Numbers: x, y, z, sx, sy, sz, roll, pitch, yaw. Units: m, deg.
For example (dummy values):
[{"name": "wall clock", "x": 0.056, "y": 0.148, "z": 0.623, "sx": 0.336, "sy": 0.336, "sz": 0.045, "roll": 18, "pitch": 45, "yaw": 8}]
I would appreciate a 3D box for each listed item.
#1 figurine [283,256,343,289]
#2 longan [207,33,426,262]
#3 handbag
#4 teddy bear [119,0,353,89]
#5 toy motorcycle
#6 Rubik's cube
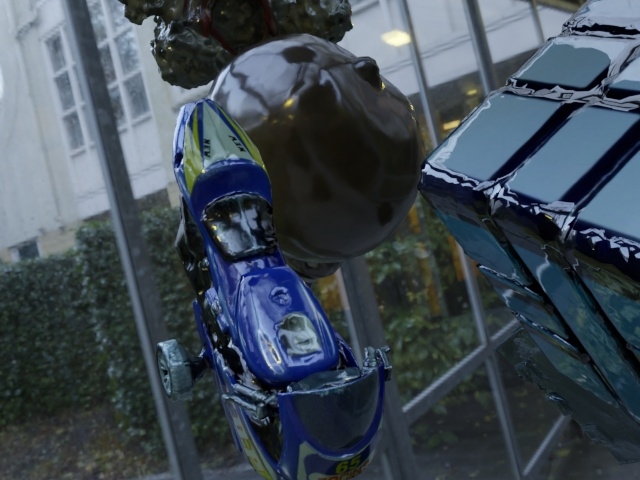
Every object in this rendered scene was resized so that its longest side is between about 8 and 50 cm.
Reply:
[{"name": "figurine", "x": -0.004, "y": -0.006, "z": 1.496, "sx": 0.161, "sy": 0.158, "sz": 0.276, "roll": -11, "pitch": -40, "yaw": -27}, {"name": "longan", "x": -0.013, "y": -0.117, "z": 0.898, "sx": 0.297, "sy": 0.297, "sz": 0.297, "roll": -14, "pitch": 0, "yaw": 0}, {"name": "handbag", "x": 0.343, "y": 0.192, "z": 0.920, "sx": 0.062, "sy": 0.229, "sz": 0.179, "roll": -43, "pitch": -12, "yaw": -18}, {"name": "teddy bear", "x": -0.155, "y": -0.446, "z": 1.095, "sx": 0.357, "sy": 0.368, "sz": 0.224, "roll": -23, "pitch": 23, "yaw": -26}, {"name": "toy motorcycle", "x": -0.034, "y": 0.057, "z": 0.444, "sx": 0.113, "sy": 0.315, "sz": 0.169, "roll": -12, "pitch": -28, "yaw": -24}, {"name": "Rubik's cube", "x": 0.296, "y": -0.020, "z": 0.514, "sx": 0.293, "sy": 0.288, "sz": 0.283, "roll": -47, "pitch": 29, "yaw": -6}]
